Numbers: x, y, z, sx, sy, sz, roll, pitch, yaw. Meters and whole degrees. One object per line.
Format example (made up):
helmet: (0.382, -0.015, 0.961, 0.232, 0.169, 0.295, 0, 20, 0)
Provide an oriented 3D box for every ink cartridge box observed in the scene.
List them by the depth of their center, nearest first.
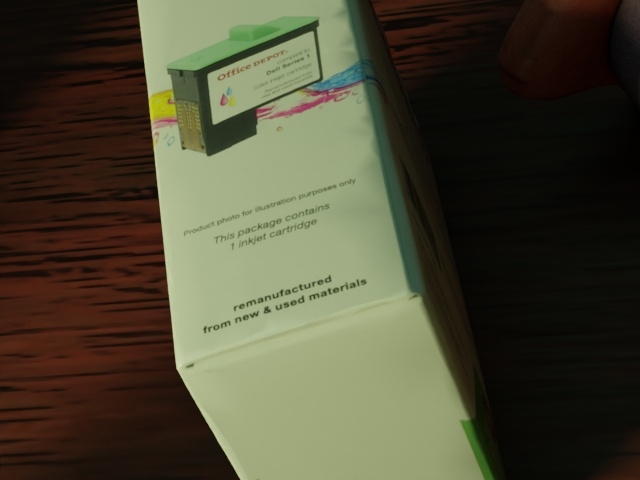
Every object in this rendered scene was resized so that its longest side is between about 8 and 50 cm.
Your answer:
ink cartridge box: (0.000, 0.000, 0.952, 0.117, 0.201, 0.278, -17, 47, 7)

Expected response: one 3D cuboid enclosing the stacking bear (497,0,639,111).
stacking bear: (0.259, -0.061, 0.936, 0.175, 0.164, 0.289, -5, 42, -47)
